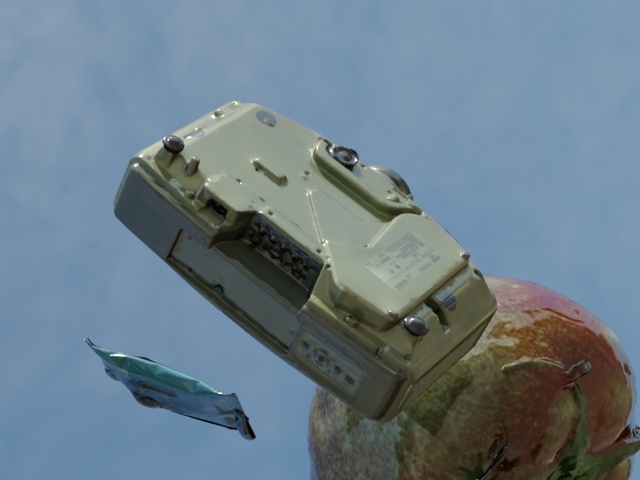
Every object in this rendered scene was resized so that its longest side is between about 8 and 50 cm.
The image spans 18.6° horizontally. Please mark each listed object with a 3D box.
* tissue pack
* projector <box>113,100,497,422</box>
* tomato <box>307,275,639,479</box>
[{"bbox_3d":[-0.120,0.121,1.563,0.085,0.138,0.028,67,-136,-61],"label":"tissue pack"},{"bbox_3d":[0.000,0.000,1.471,0.193,0.269,0.088,-35,-22,-50],"label":"projector"},{"bbox_3d":[0.121,0.172,1.676,0.303,0.239,0.303,-26,-52,-39],"label":"tomato"}]
